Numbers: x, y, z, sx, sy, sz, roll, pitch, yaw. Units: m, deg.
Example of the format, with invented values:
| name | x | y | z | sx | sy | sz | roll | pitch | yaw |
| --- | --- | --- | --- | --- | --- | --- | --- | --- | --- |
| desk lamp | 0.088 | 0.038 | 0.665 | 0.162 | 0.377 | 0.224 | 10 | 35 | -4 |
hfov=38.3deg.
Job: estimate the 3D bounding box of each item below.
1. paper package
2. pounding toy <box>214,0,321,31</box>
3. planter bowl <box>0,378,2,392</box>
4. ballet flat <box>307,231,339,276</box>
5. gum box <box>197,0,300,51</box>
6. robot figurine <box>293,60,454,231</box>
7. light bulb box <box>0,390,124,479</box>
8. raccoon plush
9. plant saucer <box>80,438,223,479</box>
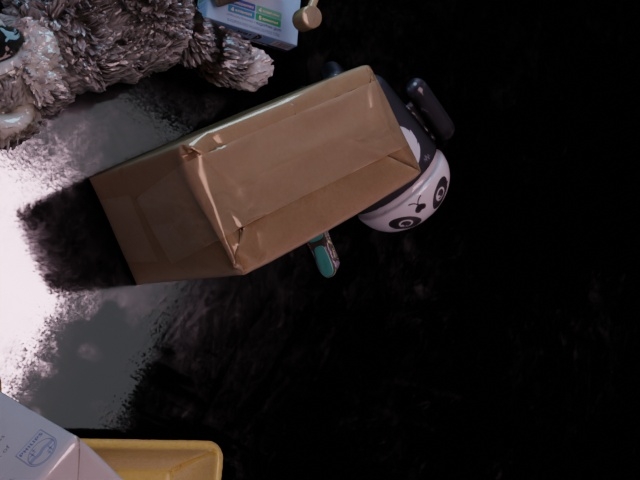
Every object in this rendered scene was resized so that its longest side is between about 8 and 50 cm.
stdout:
| name | x | y | z | sx | sy | sz | roll | pitch | yaw |
| --- | --- | --- | --- | --- | --- | --- | --- | --- | --- |
| paper package | -0.093 | -0.079 | 1.195 | 0.309 | 0.325 | 0.168 | -29 | 101 | -32 |
| pounding toy | -0.070 | -0.392 | 1.329 | 0.181 | 0.094 | 0.206 | -27 | 99 | -31 |
| planter bowl | -0.471 | 0.201 | 1.031 | 0.217 | 0.090 | 0.217 | -49 | 150 | -41 |
| ballet flat | 0.000 | 0.000 | 1.429 | 0.041 | 0.041 | 0.114 | -25 | 100 | -33 |
| gum box | -0.102 | -0.396 | 1.391 | 0.157 | 0.041 | 0.184 | 11 | 78 | -32 |
| robot figurine | 0.076 | -0.138 | 1.405 | 0.278 | 0.209 | 0.173 | 48 | 49 | -20 |
| light bulb box | -0.284 | 0.315 | 0.863 | 0.225 | 0.361 | 0.358 | -50 | 128 | -25 |
| raccoon plush | -0.261 | -0.203 | 1.180 | 0.446 | 0.216 | 0.299 | 24 | 80 | -30 |
| plant saucer | -0.300 | 0.411 | 1.152 | 0.333 | 0.081 | 0.332 | 10 | 82 | -32 |
